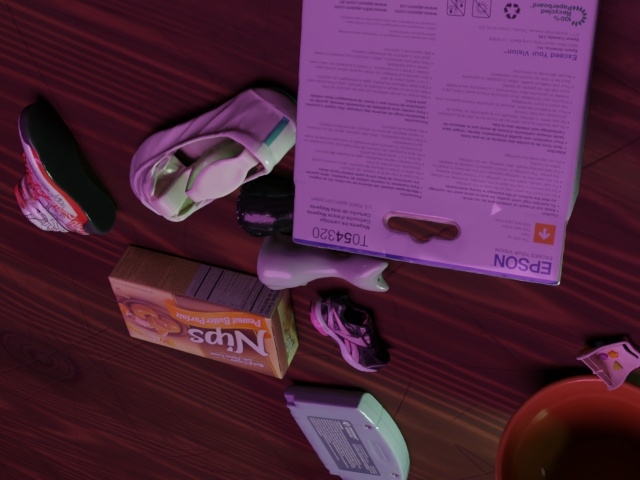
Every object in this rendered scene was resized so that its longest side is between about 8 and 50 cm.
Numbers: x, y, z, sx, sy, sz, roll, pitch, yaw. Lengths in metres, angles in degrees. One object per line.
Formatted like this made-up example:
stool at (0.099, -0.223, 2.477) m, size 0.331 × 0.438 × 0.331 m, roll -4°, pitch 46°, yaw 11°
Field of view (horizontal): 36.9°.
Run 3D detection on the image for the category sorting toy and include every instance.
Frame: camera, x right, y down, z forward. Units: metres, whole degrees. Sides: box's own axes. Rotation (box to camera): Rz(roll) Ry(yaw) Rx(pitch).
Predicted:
sorting toy at (0.441, 0.176, 1.441) m, size 0.083 × 0.045 × 0.075 m, roll 42°, pitch 133°, yaw -21°

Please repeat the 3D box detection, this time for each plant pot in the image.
plant pot at (0.441, 0.383, 1.518) m, size 0.291 × 0.291 × 0.203 m, roll 5°, pitch 155°, yaw 26°

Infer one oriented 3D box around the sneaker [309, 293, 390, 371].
sneaker at (0.063, 0.155, 1.617) m, size 0.077 × 0.072 × 0.178 m, roll -27°, pitch 125°, yaw 36°

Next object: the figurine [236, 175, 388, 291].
figurine at (0.000, 0.000, 1.451) m, size 0.209 × 0.092 × 0.215 m, roll 6°, pitch 141°, yaw 18°

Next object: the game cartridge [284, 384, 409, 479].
game cartridge at (0.067, 0.394, 1.922) m, size 0.198 × 0.062 × 0.297 m, roll -2°, pitch 136°, yaw 26°

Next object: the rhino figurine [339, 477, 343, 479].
rhino figurine at (0.158, 0.558, 2.053) m, size 0.243 × 0.073 × 0.106 m, roll -7°, pitch 129°, yaw 35°

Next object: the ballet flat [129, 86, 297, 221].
ballet flat at (-0.182, -0.101, 1.390) m, size 0.139 × 0.139 × 0.400 m, roll 43°, pitch 141°, yaw -22°

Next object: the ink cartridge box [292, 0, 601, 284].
ink cartridge box at (0.131, -0.138, 1.076) m, size 0.324 × 0.071 × 0.330 m, roll 10°, pitch 108°, yaw 20°

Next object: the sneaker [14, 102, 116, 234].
sneaker at (-0.460, -0.108, 1.580) m, size 0.145 × 0.090 × 0.270 m, roll 2°, pitch 140°, yaw 26°

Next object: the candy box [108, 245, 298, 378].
candy box at (-0.206, 0.128, 1.723) m, size 0.316 × 0.087 × 0.183 m, roll 13°, pitch 142°, yaw 16°
